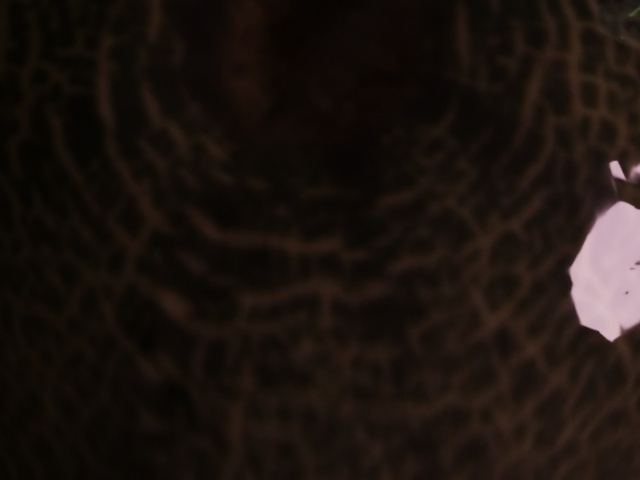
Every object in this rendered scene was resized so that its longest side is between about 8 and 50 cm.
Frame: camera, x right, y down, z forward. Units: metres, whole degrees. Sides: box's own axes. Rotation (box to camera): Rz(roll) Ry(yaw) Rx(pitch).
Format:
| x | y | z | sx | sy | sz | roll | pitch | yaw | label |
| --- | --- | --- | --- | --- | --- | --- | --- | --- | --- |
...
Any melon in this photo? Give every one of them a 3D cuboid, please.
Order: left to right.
| x | y | z | sx | sy | sz | roll | pitch | yaw | label |
| --- | --- | --- | --- | --- | --- | --- | --- | --- | --- |
| 0.000 | 0.000 | 0.453 | 0.237 | 0.237 | 0.301 | 40 | -10 | 9 | melon |
